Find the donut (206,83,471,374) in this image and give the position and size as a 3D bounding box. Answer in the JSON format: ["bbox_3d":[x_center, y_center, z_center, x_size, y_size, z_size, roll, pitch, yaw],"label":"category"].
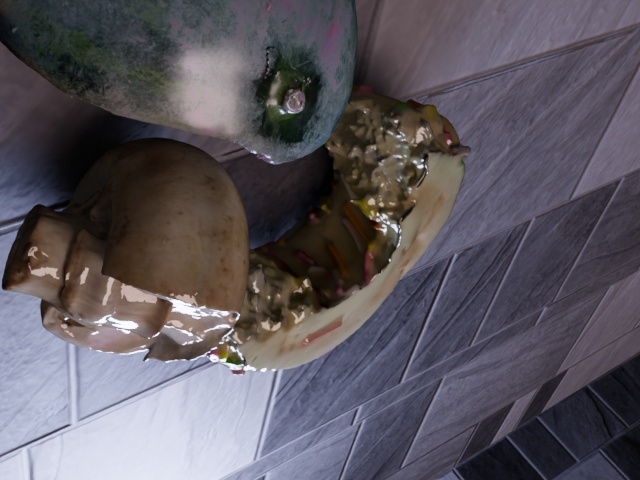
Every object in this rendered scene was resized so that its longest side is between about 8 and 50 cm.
[{"bbox_3d":[0.008,-0.004,1.032,0.371,0.150,0.307,-46,157,1],"label":"donut"}]

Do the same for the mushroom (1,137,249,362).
[{"bbox_3d":[-0.173,-0.004,0.814,0.195,0.189,0.253,21,150,-26],"label":"mushroom"}]

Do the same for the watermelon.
[{"bbox_3d":[-0.063,-0.181,0.711,0.321,0.175,0.188,-11,139,-43],"label":"watermelon"}]
